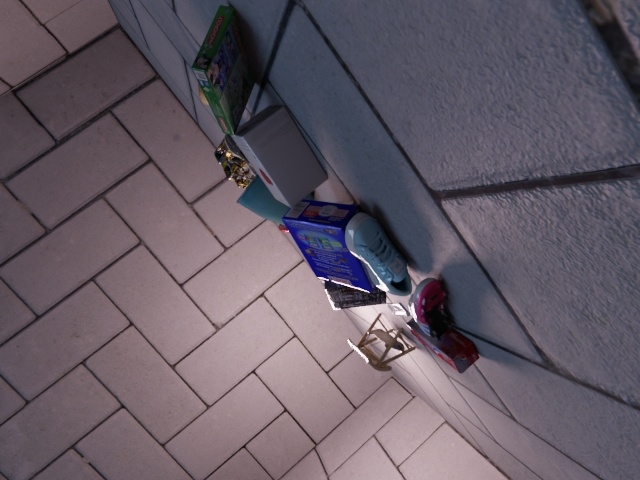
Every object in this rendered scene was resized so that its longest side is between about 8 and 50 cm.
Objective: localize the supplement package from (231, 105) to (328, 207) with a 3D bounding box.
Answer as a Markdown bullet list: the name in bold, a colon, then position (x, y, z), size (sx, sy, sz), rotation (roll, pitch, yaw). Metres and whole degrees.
- **supplement package**: position (-0.142, -0.289, 1.456), size (0.293, 0.175, 0.177), rotation (55, 169, -27)

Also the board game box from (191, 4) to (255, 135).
- **board game box**: position (-0.276, -0.488, 1.257), size (0.046, 0.213, 0.317), rotation (15, 164, 6)

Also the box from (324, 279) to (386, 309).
- **box**: position (0.153, 0.205, 1.767), size (0.307, 0.242, 0.076), rotation (69, -165, -64)

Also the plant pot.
- **plant pot**: position (-0.176, -0.195, 1.811), size (0.255, 0.271, 0.271), rotation (37, 173, -11)

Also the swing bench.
- **swing bench**: position (0.326, 0.567, 2.296), size (0.165, 0.255, 0.253), rotation (55, 170, -22)

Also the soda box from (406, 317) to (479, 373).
- **soda box**: position (0.423, 0.348, 1.480), size (0.083, 0.092, 0.263), rotation (57, 170, -29)

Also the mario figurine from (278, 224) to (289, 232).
- **mario figurine**: position (-0.179, -0.186, 2.353), size (0.198, 0.170, 0.320), rotation (-77, -29, -54)

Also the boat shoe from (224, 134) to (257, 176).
- **boat shoe**: position (-0.374, -0.456, 2.145), size (0.324, 0.116, 0.096), rotation (50, 160, 12)

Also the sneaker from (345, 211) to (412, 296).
- **sneaker**: position (0.208, 0.052, 1.328), size (0.150, 0.135, 0.366), rotation (25, 161, 43)

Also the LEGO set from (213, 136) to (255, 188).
- **LEGO set**: position (-0.427, -0.455, 2.334), size (0.255, 0.192, 0.331), rotation (21, -150, -40)

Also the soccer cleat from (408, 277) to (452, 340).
- **soccer cleat**: position (0.321, 0.202, 1.326), size (0.143, 0.116, 0.331), rotation (43, 168, 40)

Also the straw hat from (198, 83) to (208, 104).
- **straw hat**: position (-0.498, -0.693, 1.938), size (0.061, 0.144, 0.144), rotation (7, 156, 14)

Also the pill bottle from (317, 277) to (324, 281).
- **pill bottle**: position (0.066, 0.139, 2.081), size (0.169, 0.169, 0.301), rotation (54, 165, -16)

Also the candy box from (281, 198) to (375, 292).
- **candy box**: position (0.050, 0.016, 1.476), size (0.268, 0.122, 0.317), rotation (11, 141, 39)

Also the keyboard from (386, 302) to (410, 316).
- **keyboard**: position (0.357, 0.321, 1.962), size (0.072, 0.014, 0.256), rotation (55, 171, 5)
